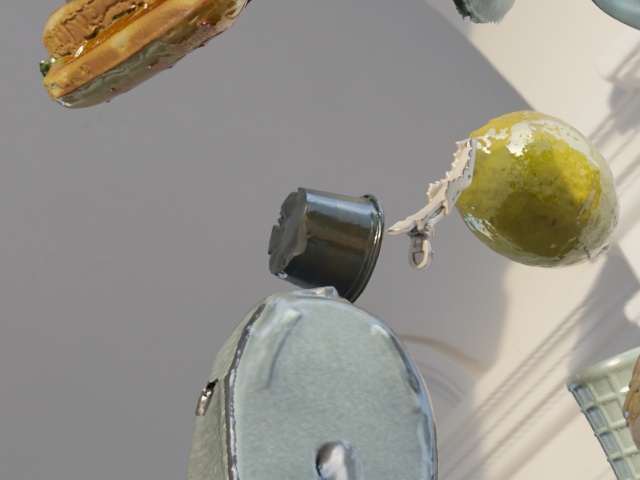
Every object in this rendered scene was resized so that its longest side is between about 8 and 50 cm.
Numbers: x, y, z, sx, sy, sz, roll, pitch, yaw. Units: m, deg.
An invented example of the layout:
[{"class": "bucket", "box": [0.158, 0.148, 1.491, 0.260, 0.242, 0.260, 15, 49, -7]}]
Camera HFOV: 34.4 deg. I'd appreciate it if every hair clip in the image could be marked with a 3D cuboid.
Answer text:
[{"class": "hair clip", "box": [0.157, -0.051, 1.312, 0.034, 0.226, 0.072, -7, -58, 42]}]

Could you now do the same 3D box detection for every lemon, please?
[{"class": "lemon", "box": [0.393, -0.084, 1.852, 0.316, 0.285, 0.285, 28, -49, 9]}]

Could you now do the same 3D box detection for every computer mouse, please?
[{"class": "computer mouse", "box": [-0.005, 0.204, 0.799, 0.203, 0.374, 0.114, 12, -45, -9]}]

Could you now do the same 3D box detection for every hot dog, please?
[{"class": "hot dog", "box": [-0.148, -0.179, 0.858, 0.250, 0.104, 0.076, -23, -25, 40]}]

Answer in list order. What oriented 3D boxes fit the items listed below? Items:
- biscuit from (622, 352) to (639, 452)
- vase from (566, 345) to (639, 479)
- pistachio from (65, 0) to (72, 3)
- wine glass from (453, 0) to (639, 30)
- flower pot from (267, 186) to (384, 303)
[{"class": "biscuit", "box": [0.273, 0.086, 0.796, 0.035, 0.250, 0.162, 24, -57, 10]}, {"class": "vase", "box": [0.375, 0.267, 1.110, 0.143, 0.299, 0.143, -19, -16, -6]}, {"class": "pistachio", "box": [-0.216, -0.348, 1.103, 0.162, 0.293, 0.182, 33, -45, 8]}, {"class": "wine glass", "box": [0.308, -0.280, 0.983, 0.357, 0.191, 0.190, 10, -28, 35]}, {"class": "flower pot", "box": [0.000, 0.000, 1.321, 0.106, 0.157, 0.157, 20, -54, -22]}]
